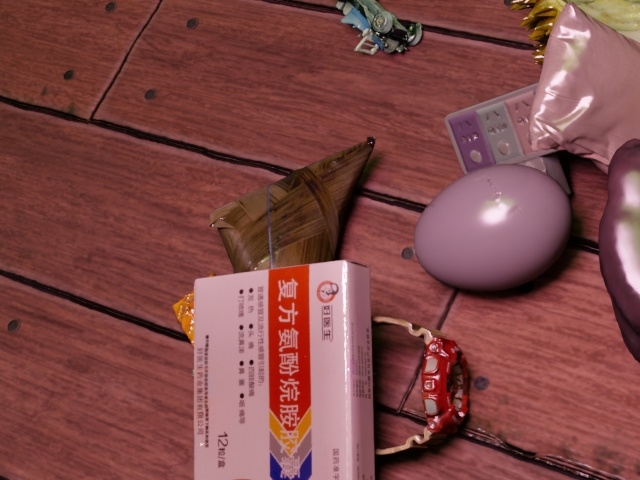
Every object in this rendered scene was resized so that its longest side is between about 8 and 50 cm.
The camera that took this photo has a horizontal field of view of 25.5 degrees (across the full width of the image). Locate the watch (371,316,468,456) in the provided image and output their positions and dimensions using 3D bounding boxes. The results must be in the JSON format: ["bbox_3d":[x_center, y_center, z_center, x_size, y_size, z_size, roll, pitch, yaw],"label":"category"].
[{"bbox_3d":[0.043,0.169,1.666,0.268,0.102,0.165,7,83,25],"label":"watch"}]

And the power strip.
[{"bbox_3d":[0.261,-0.117,1.728,0.215,0.061,0.145,-15,96,50],"label":"power strip"}]

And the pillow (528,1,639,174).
[{"bbox_3d":[0.352,-0.136,1.609,0.173,0.270,0.067,-66,22,-1],"label":"pillow"}]

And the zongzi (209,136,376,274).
[{"bbox_3d":[0.000,0.000,1.785,0.242,0.112,0.221,-28,52,6],"label":"zongzi"}]

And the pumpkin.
[{"bbox_3d":[-0.154,0.090,1.849,0.073,0.035,0.101,-34,50,-1],"label":"pumpkin"}]

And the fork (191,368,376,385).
[{"bbox_3d":[-0.045,0.172,1.745,0.235,0.021,0.039,3,58,15],"label":"fork"}]

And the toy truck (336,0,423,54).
[{"bbox_3d":[0.065,-0.308,1.974,0.154,0.080,0.078,49,114,37],"label":"toy truck"}]

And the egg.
[{"bbox_3d":[0.203,-0.013,1.675,0.198,0.146,0.146,-20,54,21],"label":"egg"}]

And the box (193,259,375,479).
[{"bbox_3d":[-0.044,0.209,1.629,0.214,0.069,0.353,-8,78,30],"label":"box"}]

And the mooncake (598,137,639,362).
[{"bbox_3d":[0.484,0.029,1.471,0.381,0.212,0.351,-1,64,14],"label":"mooncake"}]

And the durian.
[{"bbox_3d":[0.347,-0.293,1.781,0.198,0.163,0.394,-27,48,5],"label":"durian"}]
